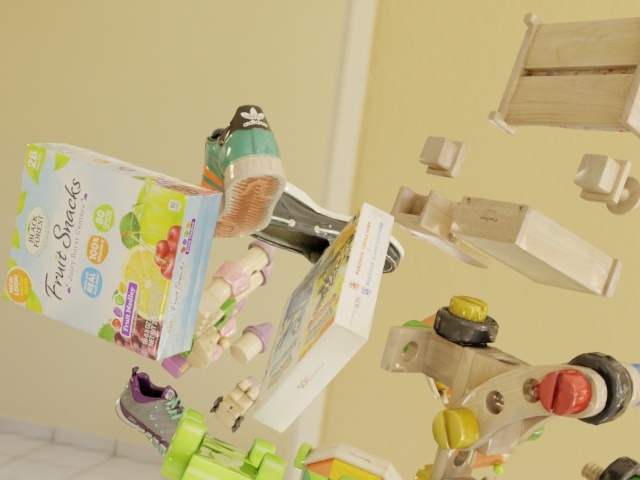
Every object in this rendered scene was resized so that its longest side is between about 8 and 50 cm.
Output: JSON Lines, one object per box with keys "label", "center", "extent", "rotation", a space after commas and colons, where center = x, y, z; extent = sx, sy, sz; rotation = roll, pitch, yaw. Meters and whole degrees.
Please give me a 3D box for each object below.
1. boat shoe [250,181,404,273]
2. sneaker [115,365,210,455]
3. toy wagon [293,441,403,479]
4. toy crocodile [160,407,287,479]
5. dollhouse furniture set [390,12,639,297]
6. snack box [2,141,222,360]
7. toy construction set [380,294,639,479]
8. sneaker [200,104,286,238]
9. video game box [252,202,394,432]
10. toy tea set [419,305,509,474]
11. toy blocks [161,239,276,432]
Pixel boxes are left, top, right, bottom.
{"label": "boat shoe", "center": [0.000, 0.000, 1.851], "extent": [0.302, 0.091, 0.114], "rotation": [23, -33, -18]}
{"label": "sneaker", "center": [-0.249, 0.308, 1.918], "extent": [0.224, 0.098, 0.083], "rotation": [31, 33, 11]}
{"label": "toy wagon", "center": [0.060, 0.555, 2.290], "extent": [0.267, 0.344, 0.068], "rotation": [21, 39, 13]}
{"label": "toy crocodile", "center": [-0.111, 0.250, 1.183], "extent": [0.115, 0.105, 0.340], "rotation": [24, -7, -4]}
{"label": "dollhouse furniture set", "center": [0.288, -0.135, 1.302], "extent": [0.174, 0.355, 0.303], "rotation": [28, -10, -37]}
{"label": "snack box", "center": [-0.217, 0.007, 1.157], "extent": [0.207, 0.174, 0.070], "rotation": [18, 13, 26]}
{"label": "toy construction set", "center": [0.110, 0.189, 0.976], "extent": [0.309, 0.257, 0.237], "rotation": [-25, 39, -32]}
{"label": "sneaker", "center": [-0.119, -0.091, 1.614], "extent": [0.108, 0.121, 0.302], "rotation": [0, -19, -20]}
{"label": "video game box", "center": [0.002, 0.086, 1.247], "extent": [0.048, 0.205, 0.187], "rotation": [26, 43, -13]}
{"label": "toy tea set", "center": [0.286, 0.286, 2.155], "extent": [0.124, 0.336, 0.200], "rotation": [-21, 1, 11]}
{"label": "toy blocks", "center": [-0.162, 0.125, 2.103], "extent": [0.309, 0.288, 0.260], "rotation": [41, 51, 10]}
